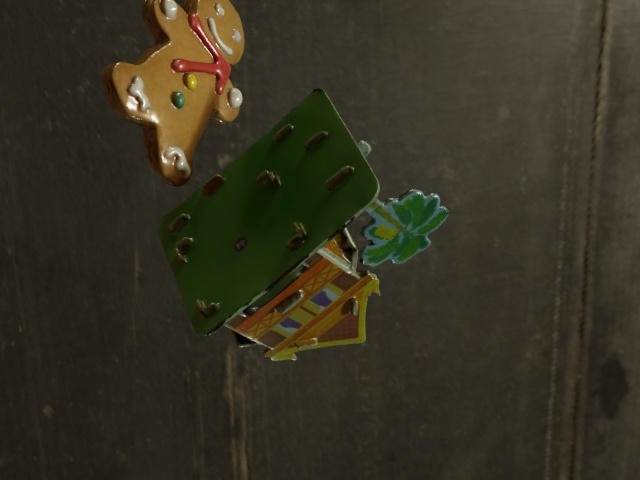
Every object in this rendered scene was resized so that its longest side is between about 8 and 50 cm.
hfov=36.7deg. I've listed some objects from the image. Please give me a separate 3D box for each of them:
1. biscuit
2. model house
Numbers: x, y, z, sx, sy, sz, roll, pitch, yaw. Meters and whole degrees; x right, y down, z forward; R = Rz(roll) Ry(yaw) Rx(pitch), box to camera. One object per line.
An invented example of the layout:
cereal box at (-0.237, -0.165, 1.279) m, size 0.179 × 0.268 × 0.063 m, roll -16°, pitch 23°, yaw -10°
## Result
biscuit at (-0.183, -0.248, 1.374) m, size 0.216 × 0.047 × 0.340 m, roll 60°, pitch 37°, yaw -28°
model house at (0.000, 0.000, 1.432) m, size 0.357 × 0.242 × 0.313 m, roll -41°, pitch 142°, yaw 14°
